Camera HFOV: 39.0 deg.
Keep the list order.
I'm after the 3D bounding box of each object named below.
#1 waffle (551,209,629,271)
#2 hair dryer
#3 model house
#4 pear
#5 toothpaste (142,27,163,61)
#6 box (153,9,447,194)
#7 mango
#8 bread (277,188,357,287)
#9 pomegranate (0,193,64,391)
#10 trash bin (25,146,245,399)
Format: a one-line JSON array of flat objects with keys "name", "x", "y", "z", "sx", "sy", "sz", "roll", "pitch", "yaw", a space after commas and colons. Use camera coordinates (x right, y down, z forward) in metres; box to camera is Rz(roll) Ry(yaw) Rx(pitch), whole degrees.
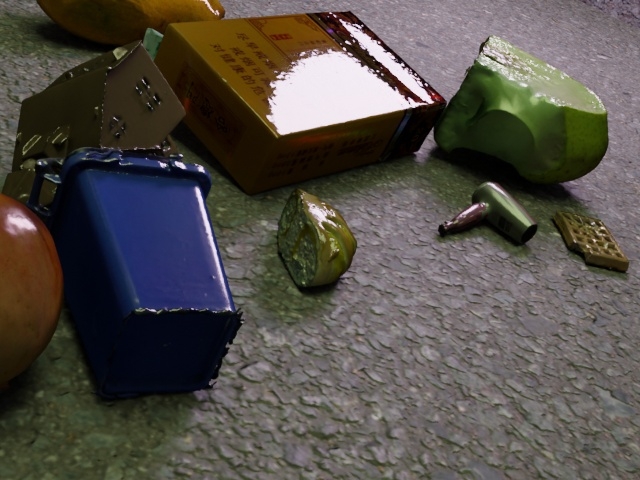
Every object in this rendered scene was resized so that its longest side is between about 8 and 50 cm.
[{"name": "waffle", "x": 0.418, "y": -0.001, "z": 1.403, "sx": 0.092, "sy": 0.021, "sz": 0.135, "roll": 13, "pitch": 29, "yaw": -11}, {"name": "hair dryer", "x": 0.234, "y": -0.029, "z": 1.336, "sx": 0.154, "sy": 0.054, "sz": 0.106, "roll": -15, "pitch": 47, "yaw": -29}, {"name": "model house", "x": -0.285, "y": -0.085, "z": 1.054, "sx": 0.181, "sy": 0.176, "sz": 0.248, "roll": -7, "pitch": 36, "yaw": 41}, {"name": "pear", "x": 0.356, "y": -0.206, "z": 1.564, "sx": 0.282, "sy": 0.176, "sz": 0.286, "roll": 26, "pitch": 28, "yaw": 5}, {"name": "toothpaste", "x": -0.158, "y": -0.287, "z": 1.531, "sx": 0.297, "sy": 0.075, "sz": 0.048, "roll": 14, "pitch": -10, "yaw": -10}, {"name": "box", "x": -0.021, "y": -0.229, "z": 1.398, "sx": 0.264, "sy": 0.116, "sz": 0.415, "roll": 46, "pitch": 39, "yaw": 21}, {"name": "mango", "x": -0.328, "y": -0.421, "z": 1.567, "sx": 0.359, "sy": 0.144, "sz": 0.187, "roll": -2, "pitch": 66, "yaw": -39}, {"name": "bread", "x": 0.000, "y": 0.000, "z": 1.125, "sx": 0.094, "sy": 0.083, "sz": 0.157, "roll": 24, "pitch": 27, "yaw": -14}, {"name": "pomegranate", "x": -0.314, "y": 0.044, "z": 0.771, "sx": 0.191, "sy": 0.191, "sz": 0.191, "roll": 14, "pitch": 30, "yaw": -8}, {"name": "trash bin", "x": -0.186, "y": 0.029, "z": 0.894, "sx": 0.184, "sy": 0.162, "sz": 0.234, "roll": 4, "pitch": 40, "yaw": -31}]
